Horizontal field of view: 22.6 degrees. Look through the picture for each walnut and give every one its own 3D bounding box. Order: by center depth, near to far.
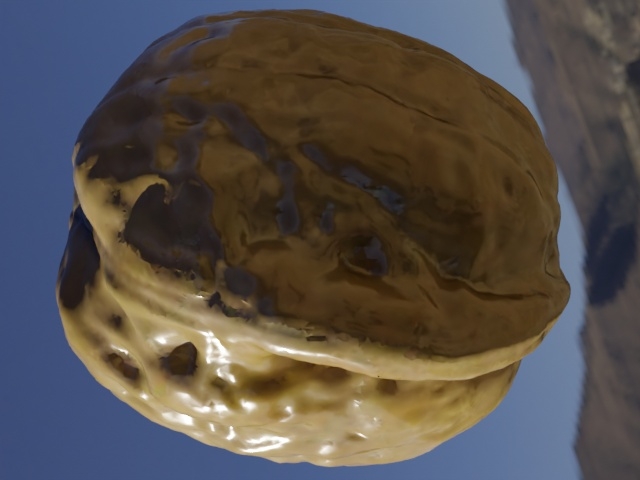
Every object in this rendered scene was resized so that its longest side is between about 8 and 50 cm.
[{"bbox_3d":[0.000,0.000,0.805,0.257,0.257,0.224,-80,3,-67],"label":"walnut"}]
